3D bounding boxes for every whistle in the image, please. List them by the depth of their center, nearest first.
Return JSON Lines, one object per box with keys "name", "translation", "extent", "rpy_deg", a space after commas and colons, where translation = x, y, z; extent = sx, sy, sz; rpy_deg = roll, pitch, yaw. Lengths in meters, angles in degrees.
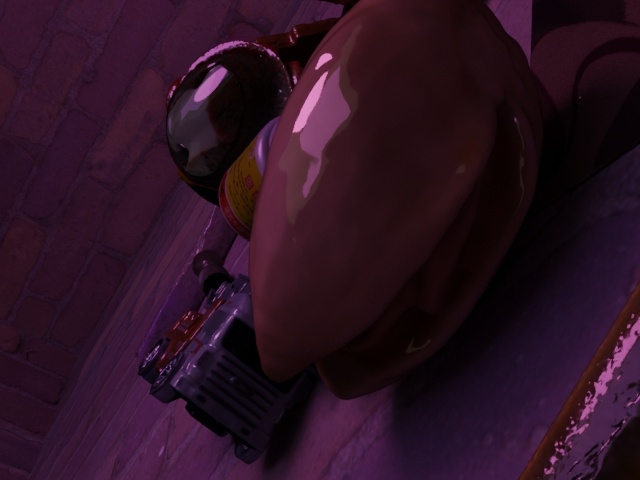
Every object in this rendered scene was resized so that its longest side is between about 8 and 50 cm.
{"name": "whistle", "translation": [0.128, 0.104, 0.335], "extent": [0.327, 0.057, 0.068], "rpy_deg": [-60, 17, 3]}

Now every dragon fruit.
{"name": "dragon fruit", "translation": [-0.145, -0.192, 1.178], "extent": [0.295, 0.268, 0.130], "rpy_deg": [-45, -17, 19]}

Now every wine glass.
{"name": "wine glass", "translation": [-0.201, 0.062, 1.346], "extent": [0.066, 0.066, 0.198], "rpy_deg": [-61, 17, 1]}

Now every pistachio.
{"name": "pistachio", "translation": [0.046, -0.033, 0.541], "extent": [0.318, 0.193, 0.214], "rpy_deg": [-62, 31, 8]}

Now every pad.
{"name": "pad", "translation": [0.240, -0.190, 0.566], "extent": [0.220, 0.004, 0.330], "rpy_deg": [-43, 25, 46]}

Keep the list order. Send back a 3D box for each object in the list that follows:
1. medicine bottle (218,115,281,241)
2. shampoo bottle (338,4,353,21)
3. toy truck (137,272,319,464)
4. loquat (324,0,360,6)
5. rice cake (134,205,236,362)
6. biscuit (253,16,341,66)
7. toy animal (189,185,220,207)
{"name": "medicine bottle", "translation": [-0.040, -0.090, 0.986], "extent": [0.225, 0.139, 0.139], "rpy_deg": [-36, 30, 55]}
{"name": "shampoo bottle", "translation": [0.039, -0.266, 1.136], "extent": [0.129, 0.084, 0.323], "rpy_deg": [122, 167, -50]}
{"name": "toy truck", "translation": [-0.097, 0.125, 0.835], "extent": [0.184, 0.133, 0.338], "rpy_deg": [-53, 13, -13]}
{"name": "loquat", "translation": [0.049, -0.513, 1.086], "extent": [0.328, 0.328, 0.328], "rpy_deg": [-52, 19, 27]}
{"name": "rice cake", "translation": [-0.265, 0.090, 1.471], "extent": [0.399, 0.070, 0.064], "rpy_deg": [-63, 13, -6]}
{"name": "biscuit", "translation": [-0.058, -0.334, 1.350], "extent": [0.301, 0.278, 0.043], "rpy_deg": [-22, 79, 37]}
{"name": "toy animal", "translation": [-0.140, -0.181, 1.348], "extent": [0.235, 0.165, 0.187], "rpy_deg": [-51, -4, 19]}
